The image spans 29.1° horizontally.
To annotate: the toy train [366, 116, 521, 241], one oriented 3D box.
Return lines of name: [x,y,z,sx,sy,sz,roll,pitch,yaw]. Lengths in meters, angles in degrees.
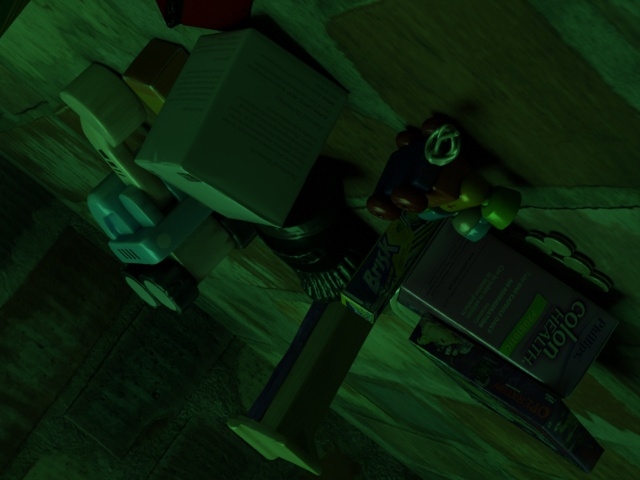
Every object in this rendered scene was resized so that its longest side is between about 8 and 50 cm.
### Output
toy train: [0.158,-0.059,1.342,0.143,0.105,0.248,27,169,-12]

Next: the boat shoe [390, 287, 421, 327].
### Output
boat shoe: [0.212,0.116,1.819,0.117,0.096,0.324,-27,132,28]

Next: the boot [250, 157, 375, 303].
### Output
boot: [0.003,-0.003,1.822,0.260,0.131,0.348,48,173,-24]

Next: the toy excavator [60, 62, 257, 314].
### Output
toy excavator: [-0.326,-0.097,2.211,0.445,0.222,0.433,48,162,-16]

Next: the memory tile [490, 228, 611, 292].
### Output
memory tile: [0.280,0.023,1.504,0.113,0.012,0.148,41,165,-24]

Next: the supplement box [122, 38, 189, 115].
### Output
supplement box: [-0.174,-0.182,1.761,0.078,0.080,0.233,23,161,44]

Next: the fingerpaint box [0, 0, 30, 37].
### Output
fingerpaint box: [-0.563,-0.370,1.404,0.445,0.371,0.163,34,167,7]

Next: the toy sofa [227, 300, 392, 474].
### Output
toy sofa: [-0.015,0.184,2.038,0.177,0.362,0.150,20,161,33]

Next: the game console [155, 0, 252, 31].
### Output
game console: [-0.144,-0.300,1.407,0.124,0.085,0.144,66,168,6]

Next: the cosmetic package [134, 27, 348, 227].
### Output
cosmetic package: [-0.095,-0.132,1.459,0.151,0.183,0.151,31,171,-28]

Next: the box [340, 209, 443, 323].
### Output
box: [0.095,0.023,1.615,0.054,0.169,0.059,33,167,11]

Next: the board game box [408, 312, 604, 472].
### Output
board game box: [0.254,0.209,1.632,0.208,0.056,0.347,27,172,28]

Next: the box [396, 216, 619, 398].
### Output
box: [0.228,0.088,1.569,0.243,0.117,0.213,33,175,5]
